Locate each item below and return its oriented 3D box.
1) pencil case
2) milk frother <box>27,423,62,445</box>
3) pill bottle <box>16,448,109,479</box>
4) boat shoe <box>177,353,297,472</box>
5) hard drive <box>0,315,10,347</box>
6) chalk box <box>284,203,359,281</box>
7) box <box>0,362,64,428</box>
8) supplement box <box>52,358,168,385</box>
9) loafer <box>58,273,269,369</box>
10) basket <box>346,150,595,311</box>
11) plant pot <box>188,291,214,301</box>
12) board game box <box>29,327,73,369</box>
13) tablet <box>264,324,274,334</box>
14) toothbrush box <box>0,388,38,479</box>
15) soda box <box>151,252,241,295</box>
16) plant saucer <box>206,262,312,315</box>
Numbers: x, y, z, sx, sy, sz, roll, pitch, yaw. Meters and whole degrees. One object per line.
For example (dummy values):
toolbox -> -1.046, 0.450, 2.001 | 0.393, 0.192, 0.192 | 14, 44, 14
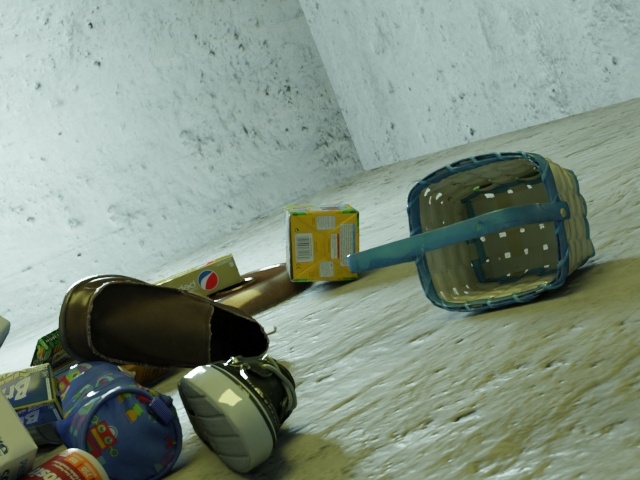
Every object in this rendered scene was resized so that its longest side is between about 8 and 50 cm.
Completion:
pencil case -> -0.261, 0.224, 1.493 | 0.133, 0.119, 0.306 | -47, 15, -14
milk frother -> -0.463, 0.292, 1.772 | 0.135, 0.129, 0.143 | -17, 51, 36
pill bottle -> -0.300, 0.290, 1.256 | 0.086, 0.086, 0.152 | -15, 10, 40
boat shoe -> -0.088, 0.175, 1.353 | 0.119, 0.121, 0.335 | -27, 6, -13
hard drive -> -0.546, 0.266, 1.569 | 0.233, 0.047, 0.353 | -55, 4, 30
chalk box -> 0.000, 0.000, 2.265 | 0.132, 0.132, 0.213 | -2, 7, -4
box -> -0.401, 0.202, 1.435 | 0.169, 0.054, 0.059 | -13, -33, -6
supplement box -> -0.345, 0.215, 1.916 | 0.233, 0.080, 0.078 | -27, -33, -42
loafer -> -0.212, 0.120, 1.712 | 0.130, 0.133, 0.366 | -3, -7, 40
basket -> 0.205, -0.009, 1.549 | 0.255, 0.201, 0.289 | -15, 0, 36
plant pot -> -0.295, 0.152, 2.081 | 0.236, 0.032, 0.236 | -24, -20, -9
board game box -> -0.420, 0.209, 1.922 | 0.136, 0.030, 0.259 | -34, -18, -40
tablet -> -0.117, 0.163, 2.010 | 0.083, 0.006, 0.054 | -22, 7, 0
toothbrush box -> -0.469, 0.288, 1.269 | 0.295, 0.126, 0.216 | -25, -24, -32
soda box -> -0.253, 0.086, 2.391 | 0.181, 0.058, 0.061 | -22, 7, -3
plant saucer -> -0.162, 0.110, 2.383 | 0.311, 0.050, 0.310 | -20, 7, 3
